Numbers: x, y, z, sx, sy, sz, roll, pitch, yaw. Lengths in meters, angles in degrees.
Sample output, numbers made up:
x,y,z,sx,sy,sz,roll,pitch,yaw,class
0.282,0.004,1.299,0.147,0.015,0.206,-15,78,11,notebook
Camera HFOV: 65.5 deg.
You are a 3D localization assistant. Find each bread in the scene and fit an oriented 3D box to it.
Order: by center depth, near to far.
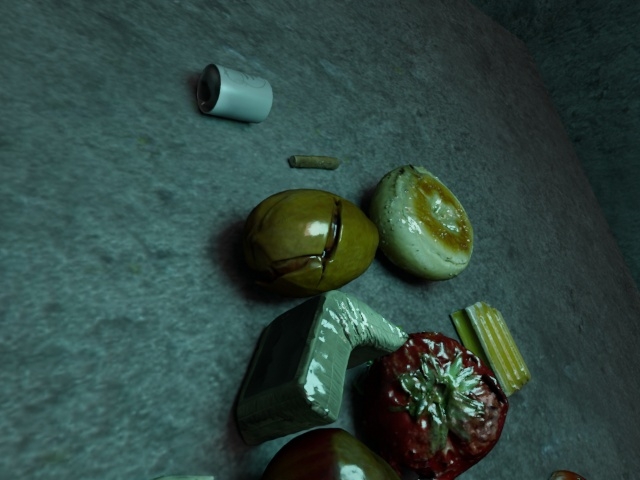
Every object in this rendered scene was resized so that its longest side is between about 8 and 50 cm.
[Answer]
x,y,z,sx,sy,sz,roll,pitch,yaw,class
0.240,-0.038,1.220,0.305,0.158,0.306,20,57,-33,bread

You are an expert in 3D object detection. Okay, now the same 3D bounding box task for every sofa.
x,y,z,sx,sy,sz,roll,pitch,yaw,class
0.001,0.222,0.807,0.176,0.210,0.226,38,42,-20,sofa

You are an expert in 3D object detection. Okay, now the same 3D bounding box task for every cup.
x,y,z,sx,sy,sz,roll,pitch,yaw,class
-0.184,-0.321,1.048,0.133,0.099,0.136,1,65,-41,cup

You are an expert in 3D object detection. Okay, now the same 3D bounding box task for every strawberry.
x,y,z,sx,sy,sz,roll,pitch,yaw,class
0.206,0.315,0.944,0.273,0.220,0.275,0,76,1,strawberry

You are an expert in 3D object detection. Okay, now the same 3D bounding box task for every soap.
x,y,z,sx,sy,sz,roll,pitch,yaw,class
0.435,0.271,1.270,0.140,0.073,0.232,-9,71,-47,soap

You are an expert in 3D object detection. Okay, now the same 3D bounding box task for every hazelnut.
x,y,z,sx,sy,sz,roll,pitch,yaw,class
0.012,0.387,0.714,0.229,0.229,0.230,22,52,-31,hazelnut

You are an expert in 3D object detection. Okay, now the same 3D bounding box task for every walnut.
x,y,z,sx,sy,sz,roll,pitch,yaw,class
0.000,0.000,0.952,0.336,0.209,0.209,-8,71,-53,walnut

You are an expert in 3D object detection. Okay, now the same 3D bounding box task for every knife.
x,y,z,sx,sy,sz,roll,pitch,yaw,class
0.133,0.251,1.047,0.054,0.015,0.212,53,42,-4,knife

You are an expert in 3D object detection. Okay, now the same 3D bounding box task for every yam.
x,y,z,sx,sy,sz,roll,pitch,yaw,class
-0.013,-0.185,1.172,0.145,0.032,0.032,-6,69,-45,yam

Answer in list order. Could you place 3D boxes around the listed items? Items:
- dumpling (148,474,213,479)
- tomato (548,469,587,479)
x,y,z,sx,sy,sz,roll,pitch,yaw,class
-0.206,0.347,0.604,0.198,0.136,0.119,-12,109,-25,dumpling
0.643,0.676,1.193,0.227,0.101,0.228,19,55,-30,tomato
